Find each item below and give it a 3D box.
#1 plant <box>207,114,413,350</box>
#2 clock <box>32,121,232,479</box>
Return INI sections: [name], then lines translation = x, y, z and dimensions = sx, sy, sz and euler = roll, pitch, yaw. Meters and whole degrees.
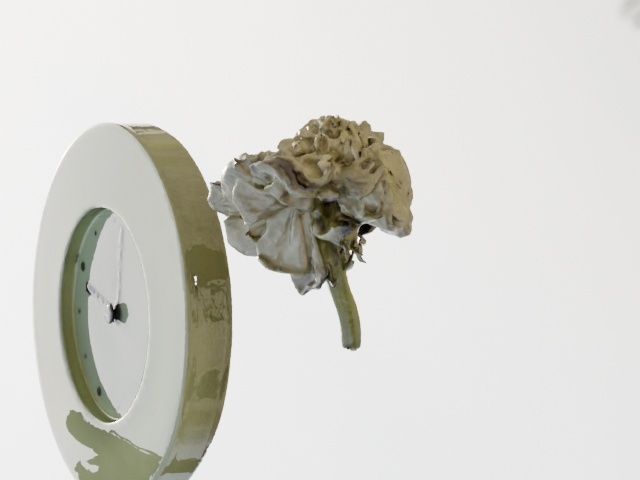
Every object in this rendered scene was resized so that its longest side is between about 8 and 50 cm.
[plant]
translation = 0.000, 0.000, 0.860
dimensions = 0.116, 0.104, 0.122
euler = -55, -48, -89
[clock]
translation = -0.120, 0.044, 1.030
dimensions = 0.029, 0.235, 0.235
euler = -1, -132, -31
